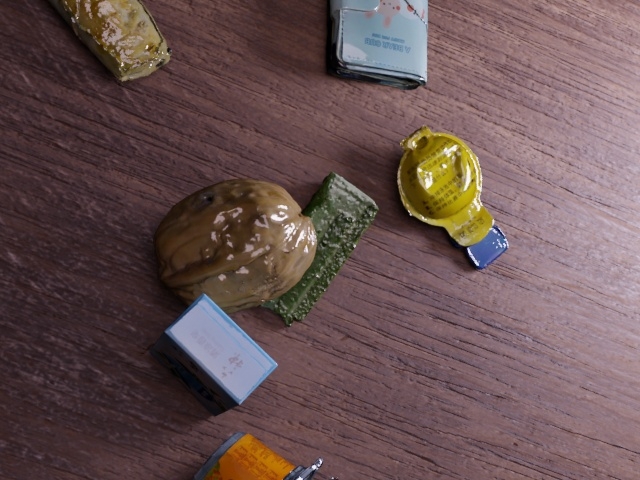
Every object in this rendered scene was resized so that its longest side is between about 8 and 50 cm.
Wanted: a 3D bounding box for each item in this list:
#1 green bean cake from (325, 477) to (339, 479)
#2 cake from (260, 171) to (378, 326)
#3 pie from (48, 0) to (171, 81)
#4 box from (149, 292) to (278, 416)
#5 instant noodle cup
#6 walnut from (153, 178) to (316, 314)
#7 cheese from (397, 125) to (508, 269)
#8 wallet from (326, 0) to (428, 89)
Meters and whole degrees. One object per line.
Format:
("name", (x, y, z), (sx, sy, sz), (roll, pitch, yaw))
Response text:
("green bean cake", (0.019, 0.458, 1.804), (0.173, 0.094, 0.181), (-43, 110, -23))
("cake", (-0.007, 0.011, 1.923), (0.100, 0.099, 0.235), (35, 72, -3))
("pie", (-0.349, -0.375, 1.943), (0.128, 0.068, 0.282), (-37, 84, -21))
("box", (-0.157, 0.166, 1.773), (0.142, 0.232, 0.083), (45, 74, -1))
("instant noodle cup", (-0.109, 0.355, 1.783), (0.125, 0.177, 0.208), (40, 56, 10))
("walnut", (-0.131, 0.008, 1.839), (0.245, 0.198, 0.198), (-23, 83, 12))
("cheese", (0.212, -0.068, 2.019), (0.156, 0.064, 0.250), (-36, 97, -19))
("wallet", (0.096, -0.383, 2.061), (0.176, 0.075, 0.250), (7, 75, -20))
